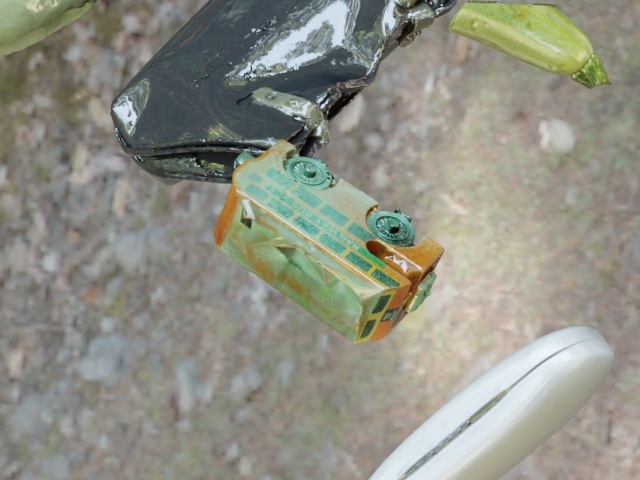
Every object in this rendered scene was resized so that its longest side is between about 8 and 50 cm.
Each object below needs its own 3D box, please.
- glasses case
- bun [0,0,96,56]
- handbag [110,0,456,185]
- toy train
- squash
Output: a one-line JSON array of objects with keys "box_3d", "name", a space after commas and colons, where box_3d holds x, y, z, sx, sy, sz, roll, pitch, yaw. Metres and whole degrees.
[{"box_3d": [0.119, 0.144, 1.192, 0.233, 0.092, 0.059, -45, 64, 25], "name": "glasses case"}, {"box_3d": [-0.226, -0.186, 1.071, 0.195, 0.195, 0.118, 2, 120, 56], "name": "bun"}, {"box_3d": [-0.022, -0.180, 1.625, 0.342, 0.152, 0.288, -49, 29, -14], "name": "handbag"}, {"box_3d": [0.000, 0.000, 1.262, 0.188, 0.099, 0.072, 33, 135, 11], "name": "toy train"}, {"box_3d": [0.251, -0.236, 1.845, 0.090, 0.200, 0.075, 132, 160, -76], "name": "squash"}]
